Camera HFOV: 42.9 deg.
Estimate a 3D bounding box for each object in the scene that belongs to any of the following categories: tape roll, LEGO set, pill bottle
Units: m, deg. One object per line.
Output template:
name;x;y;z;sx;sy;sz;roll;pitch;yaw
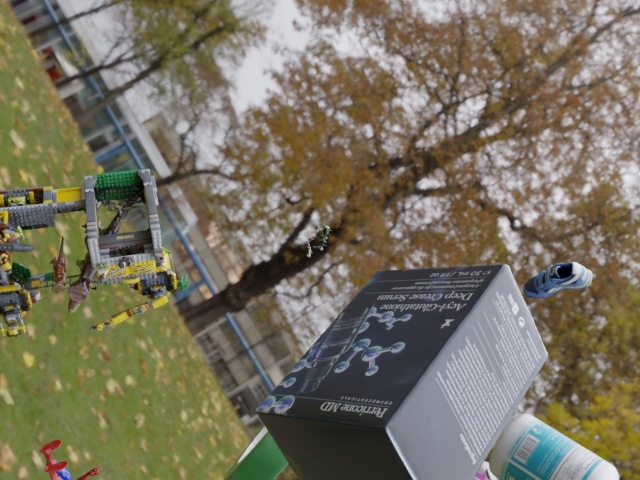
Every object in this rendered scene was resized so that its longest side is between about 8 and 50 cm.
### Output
tape roll;-0.085;0.436;1.835;0.077;0.321;0.321;41;-15;3
LEGO set;-0.345;0.042;1.162;0.192;0.331;0.255;-113;-151;-51
pill bottle;0.474;0.464;1.590;0.264;0.146;0.146;31;-28;33
LEGO set;-0.001;-0.002;1.505;0.083;0.023;0.054;-29;-125;57

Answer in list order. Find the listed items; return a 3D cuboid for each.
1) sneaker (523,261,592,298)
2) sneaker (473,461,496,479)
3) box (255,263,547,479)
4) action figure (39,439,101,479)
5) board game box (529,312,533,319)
sneaker;0.463;0.075;1.623;0.144;0.053;0.059;-22;-42;38
sneaker;0.345;0.539;1.765;0.252;0.111;0.103;50;-22;16
box;0.144;0.239;1.369;0.293;0.395;0.212;-6;-59;46
action figure;-0.545;0.558;1.876;0.280;0.139;0.091;94;-26;-44
board game box;0.412;0.228;1.946;0.211;0.160;0.039;73;-8;-72
